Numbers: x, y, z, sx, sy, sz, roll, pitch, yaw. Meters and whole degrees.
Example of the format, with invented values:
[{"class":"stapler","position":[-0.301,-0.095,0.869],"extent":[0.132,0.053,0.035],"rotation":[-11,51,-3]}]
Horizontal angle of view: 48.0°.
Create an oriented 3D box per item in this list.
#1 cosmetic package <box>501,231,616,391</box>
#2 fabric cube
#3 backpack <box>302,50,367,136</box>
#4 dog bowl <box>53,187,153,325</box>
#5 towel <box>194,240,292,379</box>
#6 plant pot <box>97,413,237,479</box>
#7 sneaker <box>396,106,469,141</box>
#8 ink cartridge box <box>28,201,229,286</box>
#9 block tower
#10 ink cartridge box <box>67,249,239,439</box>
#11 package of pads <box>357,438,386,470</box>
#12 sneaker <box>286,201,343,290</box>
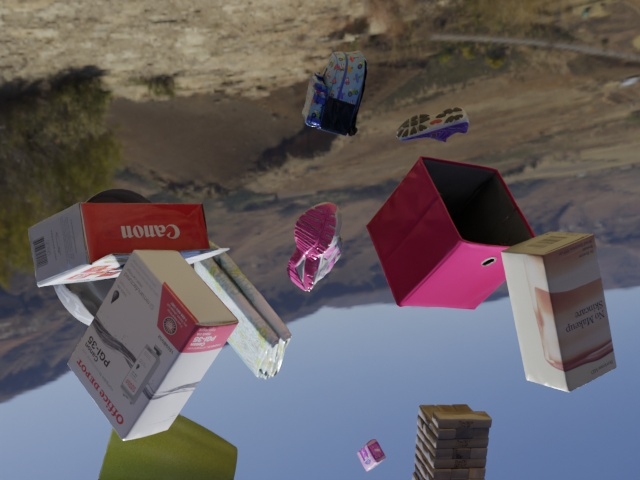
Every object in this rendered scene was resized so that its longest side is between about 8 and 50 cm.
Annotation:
[{"class":"cosmetic package","position":[0.498,0.143,1.499],"extent":[0.153,0.296,0.129],"rotation":[-20,-168,-25]},{"class":"fabric cube","position":[0.306,-0.009,1.707],"extent":[0.254,0.259,0.258],"rotation":[5,139,-33]},{"class":"backpack","position":[0.036,-0.334,1.575],"extent":[0.116,0.173,0.158],"rotation":[11,-155,-11]},{"class":"dog bowl","position":[-0.491,0.055,1.726],"extent":[0.102,0.349,0.348],"rotation":[-12,176,33]},{"class":"towel","position":[-0.230,0.198,2.026],"extent":[0.090,0.374,0.320],"rotation":[-35,163,-26]},{"class":"plant pot","position":[-0.352,0.521,1.673],"extent":[0.293,0.275,0.275],"rotation":[16,173,-11]},{"class":"sneaker","position":[0.260,-0.252,1.665],"extent":[0.170,0.068,0.071],"rotation":[-8,135,20]},{"class":"ink cartridge box","position":[-0.392,-0.003,1.501],"extent":[0.272,0.130,0.309],"rotation":[-17,171,38]},{"class":"block tower","position":[0.200,0.424,1.158],"extent":[0.091,0.336,0.097],"rotation":[2,-169,-13]},{"class":"ink cartridge box","position":[-0.308,0.188,1.304],"extent":[0.283,0.207,0.117],"rotation":[-56,153,18]},{"class":"package of pads","position":[0.112,0.479,1.603],"extent":[0.032,0.050,0.083],"rotation":[-21,157,-25]},{"class":"sneaker","position":[0.000,0.000,1.694],"extent":[0.111,0.103,0.252],"rotation":[-35,157,-42]}]
